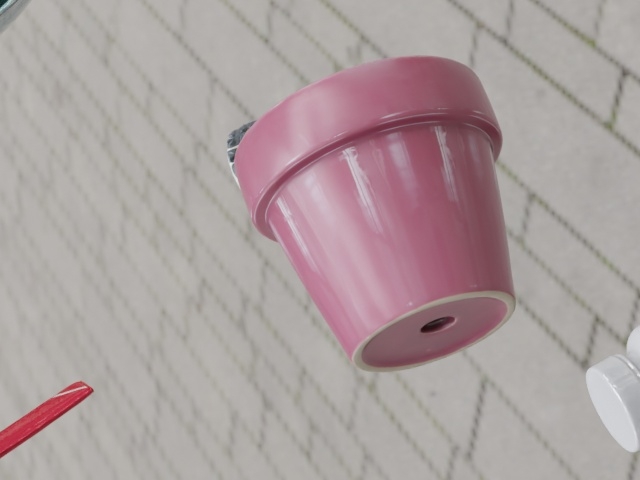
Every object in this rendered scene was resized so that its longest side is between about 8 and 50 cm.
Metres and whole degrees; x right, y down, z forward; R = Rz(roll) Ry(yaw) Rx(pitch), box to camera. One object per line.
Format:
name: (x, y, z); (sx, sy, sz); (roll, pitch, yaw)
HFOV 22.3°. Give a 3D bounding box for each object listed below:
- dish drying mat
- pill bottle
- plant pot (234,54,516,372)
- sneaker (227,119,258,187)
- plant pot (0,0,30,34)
dish drying mat: (-0.187, 0.118, 1.064); (0.008, 0.083, 0.032); (62, 163, -20)
pill bottle: (0.326, 0.105, 1.394); (0.108, 0.180, 0.108); (60, 169, 19)
plant pot: (0.055, -0.010, 1.210); (0.201, 0.201, 0.180); (122, 134, -55)
sneaker: (0.000, 0.000, 1.496); (0.283, 0.110, 0.122); (50, 151, 32)
plant pot: (-0.325, -0.241, 1.190); (0.196, 0.293, 0.293); (124, 132, -77)
